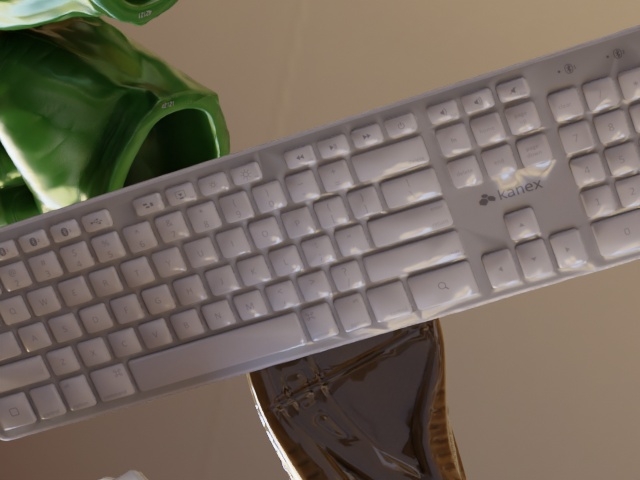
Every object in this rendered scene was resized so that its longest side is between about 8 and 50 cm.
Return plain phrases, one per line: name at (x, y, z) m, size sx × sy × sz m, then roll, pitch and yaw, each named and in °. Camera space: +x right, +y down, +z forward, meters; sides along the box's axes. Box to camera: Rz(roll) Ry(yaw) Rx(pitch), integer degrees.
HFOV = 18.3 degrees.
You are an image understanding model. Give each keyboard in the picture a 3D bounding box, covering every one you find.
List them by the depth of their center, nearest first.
keyboard at (0.000, 0.000, 0.623) m, size 0.256 × 0.014 × 0.072 m, roll -17°, pitch -74°, yaw 13°

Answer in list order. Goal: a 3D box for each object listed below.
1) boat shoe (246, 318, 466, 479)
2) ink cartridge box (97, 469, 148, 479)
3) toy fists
boat shoe at (0.030, 0.136, 1.214) m, size 0.123 × 0.123 × 0.342 m, roll 104°, pitch -35°, yaw -65°
ink cartridge box at (-0.062, 0.159, 0.645) m, size 0.150 × 0.109 × 0.063 m, roll 38°, pitch -31°, yaw 43°
toy fists at (-0.123, -0.105, 0.891) m, size 0.142 × 0.096 × 0.279 m, roll 35°, pitch -37°, yaw 37°
